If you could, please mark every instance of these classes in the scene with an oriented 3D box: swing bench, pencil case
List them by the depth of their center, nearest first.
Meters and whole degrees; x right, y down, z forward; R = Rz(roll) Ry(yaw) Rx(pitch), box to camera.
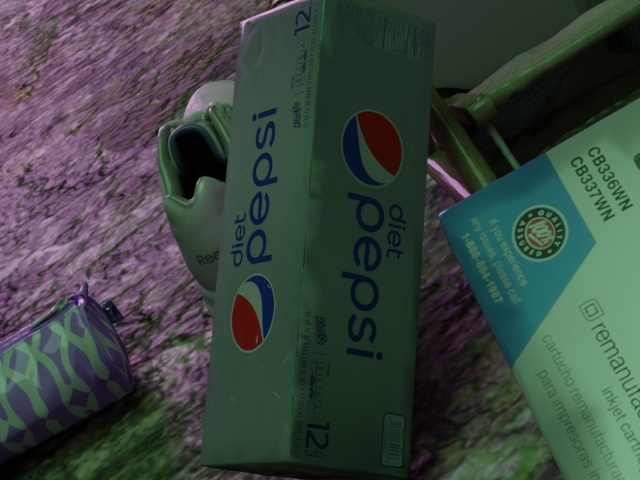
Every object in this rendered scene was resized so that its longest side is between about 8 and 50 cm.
[{"bbox_3d":[0.195,-0.102,1.110,0.253,0.165,0.255,-30,44,-3],"label":"swing bench"},{"bbox_3d":[-0.232,0.113,1.219,0.206,0.088,0.086,-30,29,0],"label":"pencil case"}]

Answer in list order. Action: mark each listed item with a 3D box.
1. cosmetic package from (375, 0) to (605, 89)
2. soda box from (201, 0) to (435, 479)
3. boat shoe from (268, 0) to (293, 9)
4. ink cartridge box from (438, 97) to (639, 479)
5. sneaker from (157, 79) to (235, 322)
[{"bbox_3d":[0.161,-0.297,1.428,0.217,0.156,0.385,-7,37,29],"label":"cosmetic package"},{"bbox_3d":[0.000,0.000,1.033,0.098,0.091,0.286,-13,70,53],"label":"soda box"},{"bbox_3d":[-0.018,-0.211,1.536,0.059,0.063,0.170,-29,31,-11],"label":"boat shoe"},{"bbox_3d":[0.236,0.036,0.783,0.270,0.197,0.198,-31,48,8],"label":"ink cartridge box"},{"bbox_3d":[-0.069,-0.060,1.297,0.111,0.129,0.297,-27,30,7],"label":"sneaker"}]
